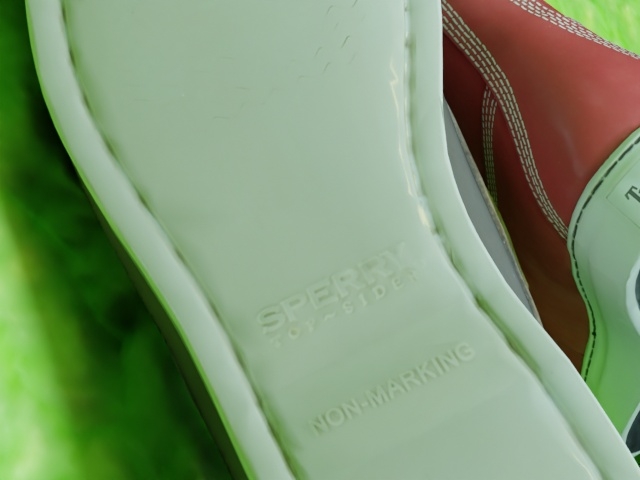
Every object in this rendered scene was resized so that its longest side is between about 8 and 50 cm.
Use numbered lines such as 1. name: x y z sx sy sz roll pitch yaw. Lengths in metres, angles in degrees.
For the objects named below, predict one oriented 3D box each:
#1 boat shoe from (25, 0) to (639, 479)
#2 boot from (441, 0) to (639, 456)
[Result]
1. boat shoe: 0.000 0.000 0.455 0.096 0.117 0.324 89 -22 -68
2. boot: 0.079 -0.023 0.579 0.176 0.088 0.244 45 -8 28
